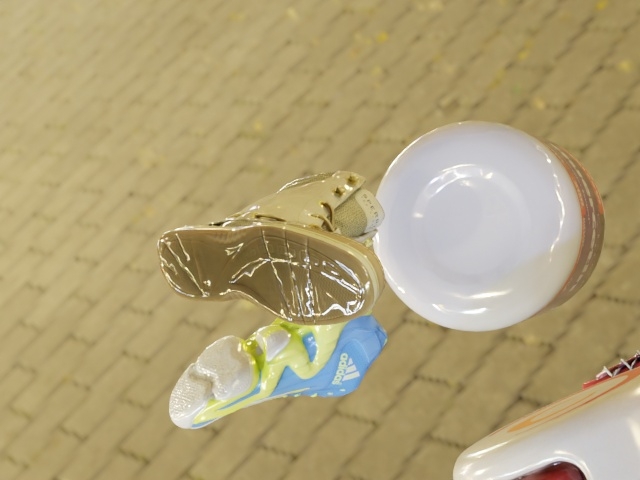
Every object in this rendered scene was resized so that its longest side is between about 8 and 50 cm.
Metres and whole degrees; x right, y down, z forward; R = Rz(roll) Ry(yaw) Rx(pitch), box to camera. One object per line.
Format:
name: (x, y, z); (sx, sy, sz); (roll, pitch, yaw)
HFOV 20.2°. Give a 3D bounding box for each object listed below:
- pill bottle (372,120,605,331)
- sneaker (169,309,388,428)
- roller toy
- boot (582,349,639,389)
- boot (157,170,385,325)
pill bottle: (0.165, -0.014, 1.657); (0.181, 0.181, 0.323); (-35, -7, 13)
sneaker: (-0.033, 0.138, 1.819); (0.240, 0.126, 0.091); (-35, 33, 16)
roller toy: (0.206, 0.190, 1.325); (0.209, 0.146, 0.191); (-24, -4, -8)
boot: (0.332, 0.100, 1.710); (0.176, 0.244, 0.088); (-10, 44, 7)
boot: (0.000, 0.000, 1.392); (0.213, 0.077, 0.165); (6, 22, 42)
